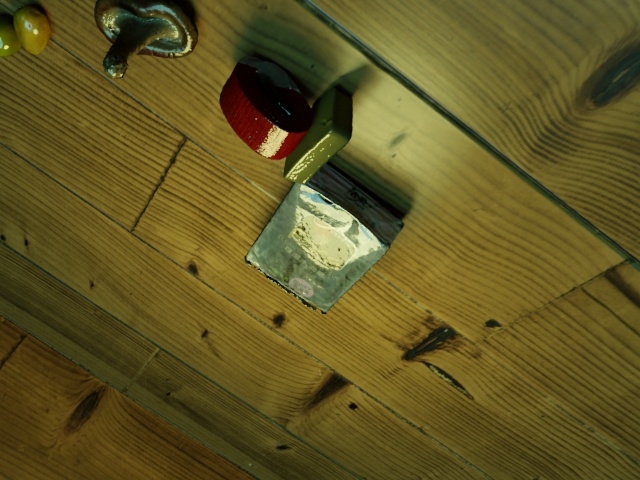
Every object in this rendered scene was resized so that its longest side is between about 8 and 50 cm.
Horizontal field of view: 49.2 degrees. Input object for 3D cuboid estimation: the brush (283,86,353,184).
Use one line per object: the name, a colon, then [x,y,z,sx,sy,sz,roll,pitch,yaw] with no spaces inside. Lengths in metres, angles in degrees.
brush: [-0.004,-0.207,1.418,0.059,0.123,0.197,21,144,-23]

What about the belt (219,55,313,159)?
belt: [-0.115,-0.259,1.403,0.201,0.128,0.124,53,140,9]

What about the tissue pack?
tissue pack: [0.000,0.000,1.641,0.259,0.122,0.361,36,141,-4]

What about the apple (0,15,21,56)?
apple: [-0.724,-0.464,1.590,0.090,0.074,0.089,4,118,8]

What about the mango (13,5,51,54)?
mango: [-0.640,-0.466,1.550,0.080,0.060,0.114,22,143,11]

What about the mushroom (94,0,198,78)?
mushroom: [-0.380,-0.391,1.363,0.227,0.217,0.148,10,137,21]
